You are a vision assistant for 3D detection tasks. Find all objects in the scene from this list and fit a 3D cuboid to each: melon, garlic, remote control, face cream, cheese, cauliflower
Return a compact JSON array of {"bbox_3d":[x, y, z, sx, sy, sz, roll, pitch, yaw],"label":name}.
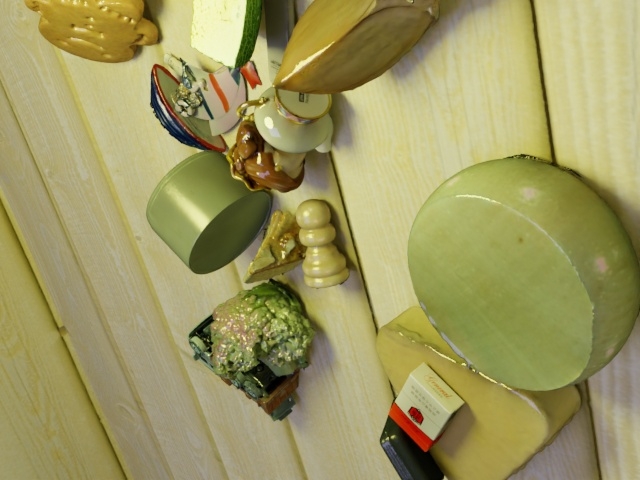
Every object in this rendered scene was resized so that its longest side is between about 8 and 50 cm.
[{"bbox_3d":[-0.156,-0.463,1.344,0.196,0.124,0.324,-102,13,-61],"label":"melon"},{"bbox_3d":[0.078,-0.302,1.151,0.151,0.196,0.338,49,148,-17],"label":"garlic"},{"bbox_3d":[-0.068,-0.386,1.422,0.067,0.029,0.261,32,137,37],"label":"remote control"},{"bbox_3d":[-0.290,-0.359,1.740,0.115,0.020,0.038,39,146,22],"label":"face cream"},{"bbox_3d":[0.277,0.323,1.494,0.384,0.104,0.384,33,141,32],"label":"cheese"},{"bbox_3d":[-0.115,0.230,1.880,0.256,0.239,0.315,-12,128,29],"label":"cauliflower"}]

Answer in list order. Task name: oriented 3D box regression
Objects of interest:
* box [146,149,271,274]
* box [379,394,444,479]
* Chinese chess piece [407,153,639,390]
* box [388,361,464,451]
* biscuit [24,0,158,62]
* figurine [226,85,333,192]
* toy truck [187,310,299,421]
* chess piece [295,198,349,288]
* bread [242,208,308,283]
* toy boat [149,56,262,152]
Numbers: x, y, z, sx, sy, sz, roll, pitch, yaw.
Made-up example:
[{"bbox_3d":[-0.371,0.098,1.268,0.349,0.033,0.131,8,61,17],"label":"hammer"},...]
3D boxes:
[{"bbox_3d":[-0.234,-0.061,1.730,0.149,0.226,0.226,44,145,20],"label":"box"},{"bbox_3d":[0.183,0.400,1.600,0.050,0.230,0.160,-31,92,15],"label":"box"},{"bbox_3d":[0.292,0.049,1.202,0.349,0.146,0.349,32,139,33],"label":"Chinese chess piece"},{"bbox_3d":[0.186,0.298,1.458,0.100,0.048,0.152,46,147,22],"label":"box"},{"bbox_3d":[-0.487,-0.455,1.738,0.355,0.275,0.052,-19,58,65],"label":"biscuit"},{"bbox_3d":[-0.073,-0.184,1.483,0.189,0.142,0.263,16,147,-14],"label":"figurine"},{"bbox_3d":[-0.209,0.318,2.111,0.338,0.133,0.184,33,150,29],"label":"toy truck"},{"bbox_3d":[0.000,0.000,1.614,0.094,0.094,0.171,13,119,48],"label":"chess piece"},{"bbox_3d":[-0.105,0.024,1.713,0.127,0.152,0.147,56,156,4],"label":"bread"},{"bbox_3d":[-0.223,-0.279,1.696,0.318,0.072,0.219,3,127,34],"label":"toy boat"}]
